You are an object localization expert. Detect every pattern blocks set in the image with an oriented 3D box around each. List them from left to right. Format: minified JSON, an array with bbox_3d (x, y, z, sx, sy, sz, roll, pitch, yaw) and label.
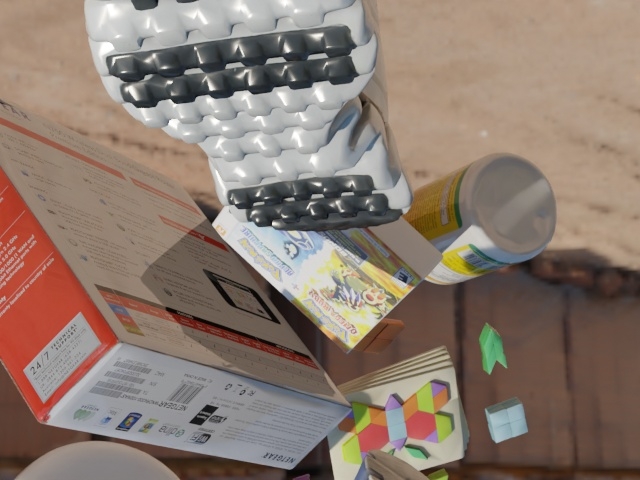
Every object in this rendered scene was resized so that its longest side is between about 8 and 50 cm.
[{"bbox_3d":[0.088,0.220,1.566,0.325,0.285,0.026,-28,-153,-3],"label":"pattern blocks set"}]

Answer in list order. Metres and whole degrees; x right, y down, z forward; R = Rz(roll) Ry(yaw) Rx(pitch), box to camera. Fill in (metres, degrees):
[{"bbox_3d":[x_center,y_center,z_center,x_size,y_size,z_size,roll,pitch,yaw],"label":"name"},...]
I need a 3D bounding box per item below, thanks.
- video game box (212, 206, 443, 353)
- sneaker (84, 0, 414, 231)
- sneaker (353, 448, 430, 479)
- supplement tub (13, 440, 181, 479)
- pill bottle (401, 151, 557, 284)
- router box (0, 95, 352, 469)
[{"bbox_3d":[0.000,0.000,1.320,0.205,0.048,0.187,43,146,3],"label":"video game box"},{"bbox_3d":[-0.023,-0.095,0.547,0.110,0.118,0.292,-2,164,7],"label":"sneaker"},{"bbox_3d":[0.028,0.294,0.972,0.127,0.182,0.315,32,-170,0],"label":"sneaker"},{"bbox_3d":[-0.292,0.387,1.479,0.241,0.241,0.331,7,151,-27],"label":"supplement tub"},{"bbox_3d":[0.154,-0.016,1.413,0.118,0.117,0.208,6,165,-25],"label":"pill bottle"},{"bbox_3d":[-0.157,0.032,1.041,0.082,0.301,0.335,-46,149,11],"label":"router box"}]
